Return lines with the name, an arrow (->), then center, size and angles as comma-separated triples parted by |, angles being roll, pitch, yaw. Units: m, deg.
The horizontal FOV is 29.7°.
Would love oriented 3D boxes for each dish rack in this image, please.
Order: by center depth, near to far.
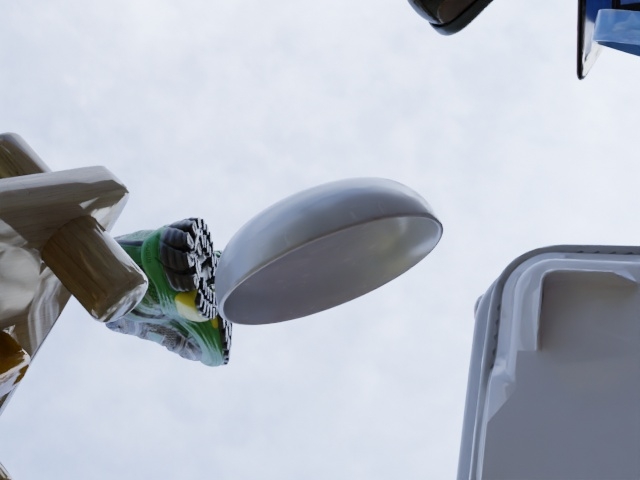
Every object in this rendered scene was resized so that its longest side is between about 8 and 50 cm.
dish rack -> 0.232, 0.120, 0.624 | 0.333, 0.285, 0.072 | 1, -28, 17

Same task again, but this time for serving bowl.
serving bowl -> 0.000, 0.000, 0.423 | 0.083, 0.027, 0.083 | -19, -19, -7

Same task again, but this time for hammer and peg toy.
hammer and peg toy -> -0.276, 0.082, 0.593 | 0.361, 0.127, 0.266 | -16, -33, -54

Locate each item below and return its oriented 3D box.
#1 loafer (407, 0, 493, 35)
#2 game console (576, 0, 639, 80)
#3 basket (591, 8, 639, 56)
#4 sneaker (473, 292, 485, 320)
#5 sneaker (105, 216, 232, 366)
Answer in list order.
loafer -> 0.202, -0.355, 1.370 | 0.084, 0.096, 0.267 | 31, -74, -35
game console -> 0.268, -0.218, 1.004 | 0.124, 0.085, 0.144 | -7, -49, 3
basket -> 0.377, -0.119, 0.867 | 0.255, 0.289, 0.201 | 6, -85, -36
sneaker -> 0.298, 0.142, 1.335 | 0.098, 0.276, 0.135 | -30, -52, -60
sneaker -> -0.182, 0.060, 1.405 | 0.146, 0.134, 0.343 | -3, -22, 5
